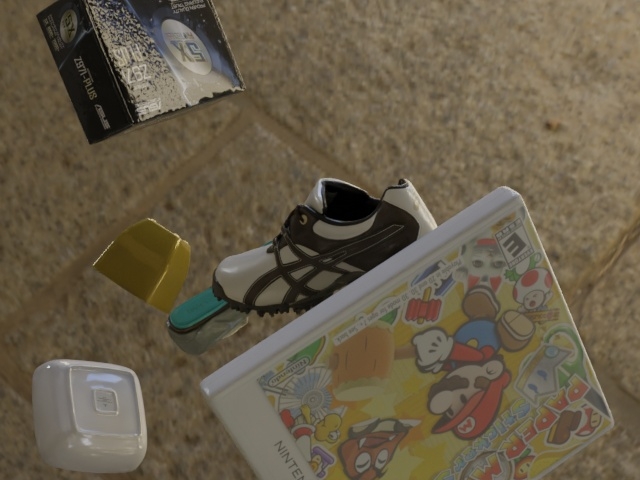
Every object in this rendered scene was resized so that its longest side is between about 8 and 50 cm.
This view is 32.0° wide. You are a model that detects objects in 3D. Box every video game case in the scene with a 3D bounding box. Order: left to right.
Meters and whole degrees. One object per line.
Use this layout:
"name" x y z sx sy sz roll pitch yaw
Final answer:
"video game case" 0.066 0.107 0.717 0.227 0.206 0.026 -33 30 -8

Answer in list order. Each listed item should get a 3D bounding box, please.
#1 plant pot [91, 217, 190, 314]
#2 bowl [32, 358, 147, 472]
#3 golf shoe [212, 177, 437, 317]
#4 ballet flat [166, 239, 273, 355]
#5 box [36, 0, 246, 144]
"plant pot" -0.194 0.024 1.274 0.081 0.081 0.083 32 85 15
"bowl" -0.271 0.205 1.349 0.142 0.053 0.142 14 50 -37
"golf shoe" 0.000 0.000 0.773 0.198 0.094 0.077 -6 21 35
"ballet flat" -0.090 0.066 1.372 0.213 0.068 0.072 -33 42 -9
"box" -0.186 -0.199 1.186 0.180 0.077 0.147 -26 97 -48
